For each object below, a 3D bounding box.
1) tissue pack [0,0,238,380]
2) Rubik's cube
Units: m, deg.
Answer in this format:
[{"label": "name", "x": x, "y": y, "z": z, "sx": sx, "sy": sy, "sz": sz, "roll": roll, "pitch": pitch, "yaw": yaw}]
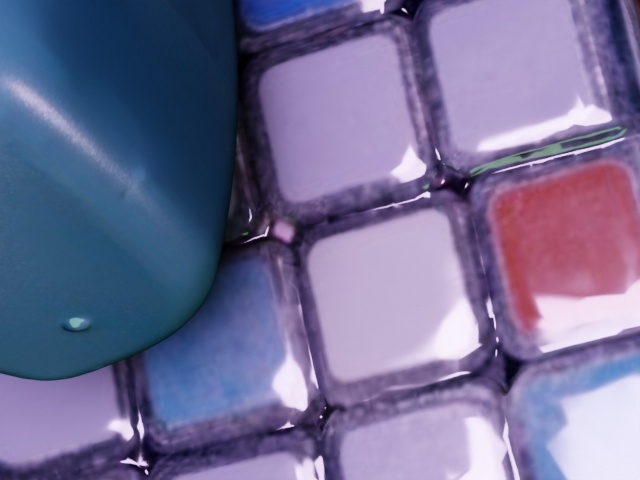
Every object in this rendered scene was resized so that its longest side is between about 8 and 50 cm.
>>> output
[{"label": "tissue pack", "x": -0.175, "y": -0.059, "z": 0.484, "sx": 0.287, "sy": 0.206, "sz": 0.198, "roll": -18, "pitch": 151, "yaw": 14}, {"label": "Rubik's cube", "x": 0.000, "y": 0.000, "z": 0.673, "sx": 0.293, "sy": 0.292, "sz": 0.287, "roll": -18, "pitch": 166, "yaw": 15}]
